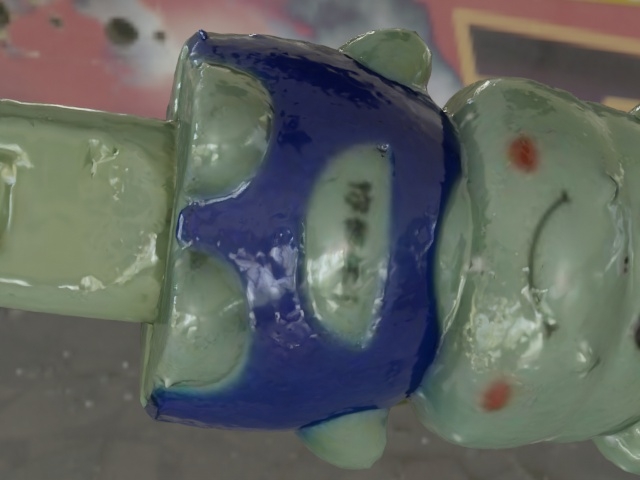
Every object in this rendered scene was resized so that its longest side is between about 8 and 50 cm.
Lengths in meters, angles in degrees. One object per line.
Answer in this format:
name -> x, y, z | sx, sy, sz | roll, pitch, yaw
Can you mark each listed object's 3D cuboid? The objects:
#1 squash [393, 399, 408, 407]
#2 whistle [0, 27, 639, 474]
squash -> 0.061, 0.078, 1.097 | 0.331, 0.087, 0.087 | -9, 30, -23
whistle -> 0.000, 0.000, 0.362 | 0.244, 0.110, 0.092 | 8, 0, -10
